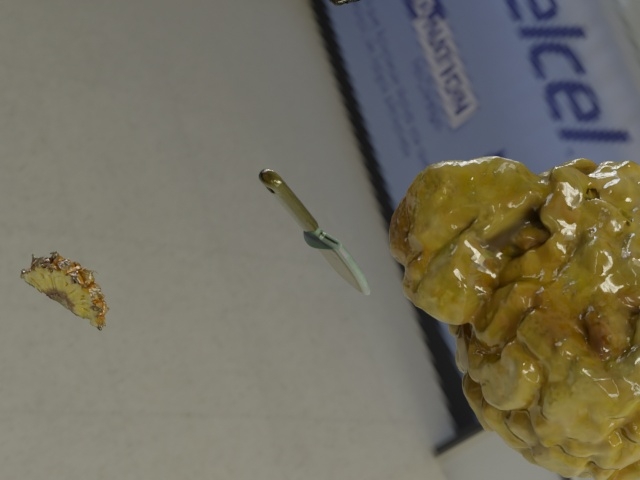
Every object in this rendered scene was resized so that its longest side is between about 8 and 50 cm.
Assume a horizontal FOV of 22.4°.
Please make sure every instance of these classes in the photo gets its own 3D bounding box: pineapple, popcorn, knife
[{"bbox_3d":[-0.205,0.036,1.322,0.083,0.045,0.019,33,44,5],"label":"pineapple"},{"bbox_3d":[0.214,0.045,1.360,0.332,0.225,0.265,40,74,2],"label":"popcorn"},{"bbox_3d":[0.001,0.001,1.873,0.061,0.027,0.343,32,-8,26],"label":"knife"}]

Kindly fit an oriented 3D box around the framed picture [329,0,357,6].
[{"bbox_3d":[0.102,-0.255,0.953,0.323,0.013,0.244,-18,55,-18],"label":"framed picture"}]
